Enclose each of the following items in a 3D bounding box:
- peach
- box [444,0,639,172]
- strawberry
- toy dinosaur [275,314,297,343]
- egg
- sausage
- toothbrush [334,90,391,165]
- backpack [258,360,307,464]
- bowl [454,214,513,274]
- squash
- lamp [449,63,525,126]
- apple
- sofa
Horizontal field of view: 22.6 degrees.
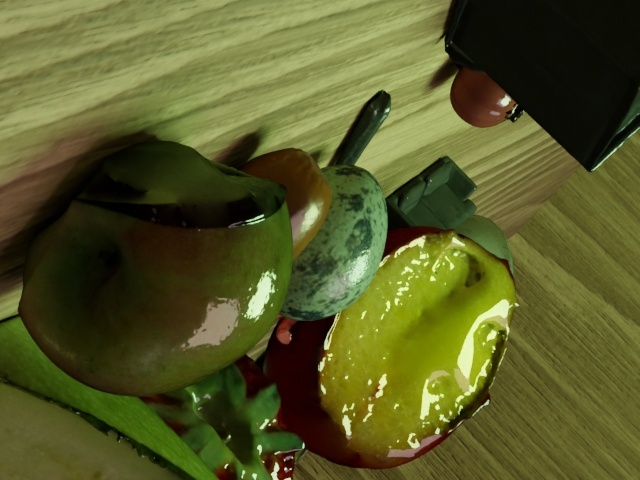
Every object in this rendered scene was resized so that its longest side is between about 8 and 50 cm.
[{"bbox_3d":[0.097,0.129,2.016,0.338,0.281,0.281,-38,173,23],"label":"peach"},{"bbox_3d":[0.318,-0.270,1.534,0.345,0.204,0.251,-41,170,-13],"label":"box"},{"bbox_3d":[-0.185,0.266,1.578,0.310,0.292,0.292,-56,166,26],"label":"strawberry"},{"bbox_3d":[-0.047,0.067,1.971,0.286,0.070,0.139,-46,-168,23],"label":"toy dinosaur"},{"bbox_3d":[0.000,0.000,1.607,0.172,0.132,0.132,-54,172,-11],"label":"egg"},{"bbox_3d":[-0.101,0.027,1.409,0.274,0.105,0.105,-44,170,5],"label":"sausage"},{"bbox_3d":[0.018,-0.064,1.713,0.297,0.031,0.030,121,-8,-52],"label":"toothbrush"},{"bbox_3d":[-0.027,0.205,2.408,0.258,0.133,0.206,-50,162,-1],"label":"backpack"},{"bbox_3d":[0.112,0.080,2.245,0.313,0.146,0.313,-38,-141,39],"label":"bowl"},{"bbox_3d":[-0.195,0.241,1.311,0.233,0.309,0.210,-47,169,22],"label":"squash"},{"bbox_3d":[0.191,-0.173,1.758,0.107,0.092,0.107,-44,171,-9],"label":"lamp"},{"bbox_3d":[-0.112,0.020,1.175,0.207,0.173,0.188,-30,172,20],"label":"apple"},{"bbox_3d":[0.151,-0.047,2.147,0.147,0.085,0.060,-34,170,-41],"label":"sofa"}]
